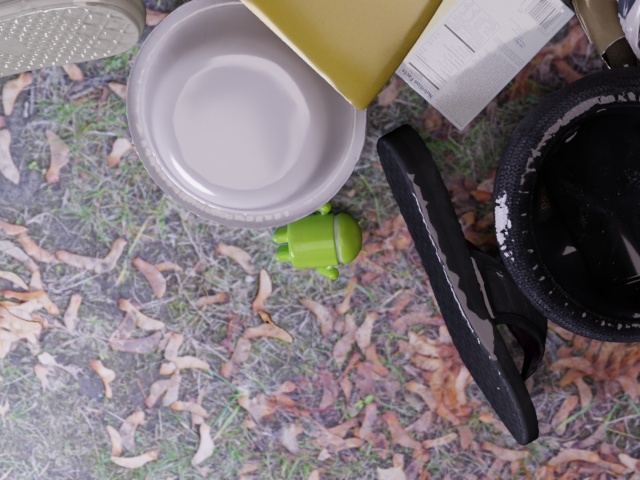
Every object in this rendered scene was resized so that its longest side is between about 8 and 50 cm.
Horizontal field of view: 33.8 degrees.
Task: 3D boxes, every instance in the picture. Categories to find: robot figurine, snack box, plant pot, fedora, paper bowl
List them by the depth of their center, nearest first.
[{"bbox_3d":[0.047,-0.294,1.038,0.212,0.212,0.187,43,121,-11],"label":"plant pot"},{"bbox_3d":[0.107,-0.299,1.197,0.322,0.060,0.187,40,109,-11],"label":"snack box"},{"bbox_3d":[0.349,-0.053,1.225,0.334,0.152,0.334,1,115,2],"label":"fedora"},{"bbox_3d":[-0.085,-0.150,1.226,0.284,0.148,0.284,2,112,5],"label":"paper bowl"},{"bbox_3d":[0.000,0.000,1.319,0.115,0.067,0.101,-6,103,7],"label":"robot figurine"}]

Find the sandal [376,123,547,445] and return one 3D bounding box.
[{"bbox_3d":[0.202,0.057,1.283,0.107,0.167,0.446,-25,108,-5],"label":"sandal"}]

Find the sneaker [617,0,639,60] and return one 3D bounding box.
[{"bbox_3d":[0.373,-0.279,1.098,0.094,0.153,0.235,-4,99,3],"label":"sneaker"}]

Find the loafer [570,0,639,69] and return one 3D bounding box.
[{"bbox_3d":[0.334,-0.242,1.207,0.056,0.050,0.148,-31,106,15],"label":"loafer"}]

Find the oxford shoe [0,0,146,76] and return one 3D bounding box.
[{"bbox_3d":[-0.409,-0.273,1.221,0.449,0.169,0.130,-5,70,14],"label":"oxford shoe"}]
